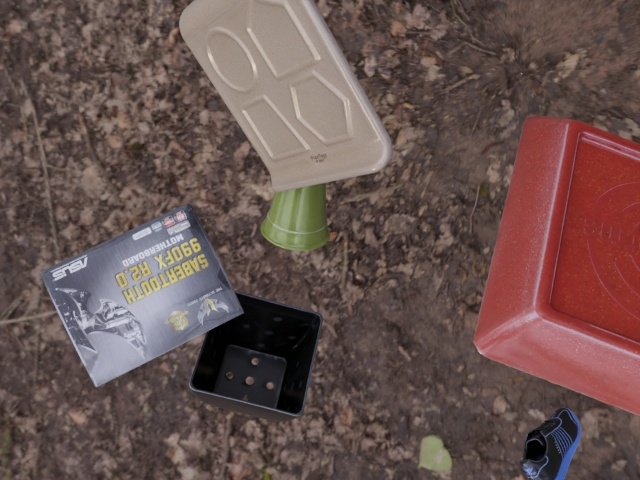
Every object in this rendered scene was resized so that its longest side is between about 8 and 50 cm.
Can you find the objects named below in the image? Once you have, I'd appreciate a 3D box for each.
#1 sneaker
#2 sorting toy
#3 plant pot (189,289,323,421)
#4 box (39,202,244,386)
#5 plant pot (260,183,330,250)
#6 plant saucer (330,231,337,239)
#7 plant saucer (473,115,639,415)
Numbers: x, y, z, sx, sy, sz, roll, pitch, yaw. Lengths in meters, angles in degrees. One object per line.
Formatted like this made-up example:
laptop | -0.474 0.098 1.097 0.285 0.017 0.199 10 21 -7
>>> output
sneaker | 0.501 0.435 1.328 0.090 0.232 0.081 51 133 -6
sorting toy | -0.036 -0.151 0.570 0.193 0.038 0.208 -4 119 54
plant pot | -0.115 0.222 1.076 0.188 0.187 0.167 15 147 -3
box | -0.254 0.077 0.885 0.231 0.056 0.183 -26 88 -10
plant pot | -0.025 -0.044 0.701 0.083 0.083 0.079 17 123 13
plant saucer | 0.000 0.000 1.377 0.083 0.083 0.013 -21 85 22
plant saucer | 0.284 0.018 0.519 0.258 0.259 0.048 21 153 1
